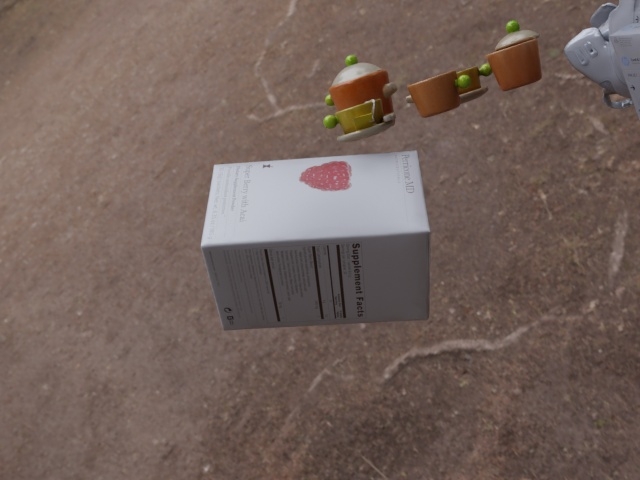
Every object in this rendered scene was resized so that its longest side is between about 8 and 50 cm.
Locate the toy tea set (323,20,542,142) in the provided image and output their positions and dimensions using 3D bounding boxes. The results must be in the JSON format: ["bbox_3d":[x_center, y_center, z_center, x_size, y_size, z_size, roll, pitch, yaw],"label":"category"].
[{"bbox_3d":[0.155,-0.249,1.129,0.336,0.124,0.200,-18,9,1],"label":"toy tea set"}]

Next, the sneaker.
[{"bbox_3d":[0.420,-0.336,1.001,0.210,0.365,0.137,-6,31,45],"label":"sneaker"}]

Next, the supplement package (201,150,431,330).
[{"bbox_3d":[0.000,0.000,1.064,0.293,0.175,0.177,-4,43,3],"label":"supplement package"}]

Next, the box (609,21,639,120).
[{"bbox_3d":[0.432,-0.171,0.905,0.038,0.186,0.145,-32,19,-8],"label":"box"}]
